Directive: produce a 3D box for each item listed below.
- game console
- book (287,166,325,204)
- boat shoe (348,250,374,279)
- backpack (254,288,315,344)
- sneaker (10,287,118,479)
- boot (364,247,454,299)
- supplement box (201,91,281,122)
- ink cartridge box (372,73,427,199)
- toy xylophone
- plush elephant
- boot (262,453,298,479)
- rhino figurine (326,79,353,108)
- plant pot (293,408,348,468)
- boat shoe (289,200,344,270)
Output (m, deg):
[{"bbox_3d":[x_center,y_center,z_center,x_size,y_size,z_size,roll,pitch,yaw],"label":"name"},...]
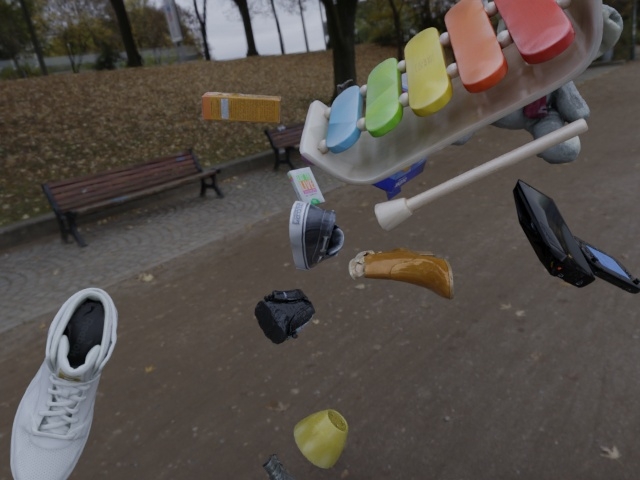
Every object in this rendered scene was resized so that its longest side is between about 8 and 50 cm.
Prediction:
[{"bbox_3d":[0.535,0.015,0.992,0.361,0.044,0.213,21,44,-29],"label":"game console"},{"bbox_3d":[-0.054,-0.191,1.751,0.096,0.144,0.035,-18,-11,-42],"label":"book"},{"bbox_3d":[0.147,0.078,1.675,0.059,0.063,0.170,-25,15,30],"label":"boat shoe"},{"bbox_3d":[-0.104,0.219,1.438,0.115,0.152,0.182,-33,-7,33],"label":"backpack"},{"bbox_3d":[-0.361,0.207,0.669,0.108,0.292,0.169,15,-20,-19],"label":"sneaker"},{"bbox_3d":[0.225,0.090,1.294,0.211,0.104,0.295,-3,15,-2],"label":"boot"},{"bbox_3d":[-0.237,-0.404,1.465,0.234,0.080,0.078,1,25,-2],"label":"supplement box"},{"bbox_3d":[0.261,-0.333,1.566,0.151,0.395,0.270,30,37,22],"label":"ink cartridge box"},{"bbox_3d":[0.124,-0.146,0.473,0.323,0.081,0.236,-31,33,23],"label":"toy xylophone"},{"bbox_3d":[0.400,-0.343,0.921,0.272,0.255,0.330,19,52,20],"label":"plush elephant"},{"bbox_3d":[-0.116,0.713,1.408,0.083,0.161,0.246,-41,-12,-14],"label":"boot"},{"bbox_3d":[0.065,-0.415,1.591,0.106,0.243,0.073,17,32,-6],"label":"rhino figurine"},{"bbox_3d":[0.015,0.480,1.202,0.095,0.134,0.134,-50,11,14],"label":"plant pot"},{"bbox_3d":[0.000,0.000,1.033,0.102,0.108,0.301,9,-19,6],"label":"boat shoe"}]
